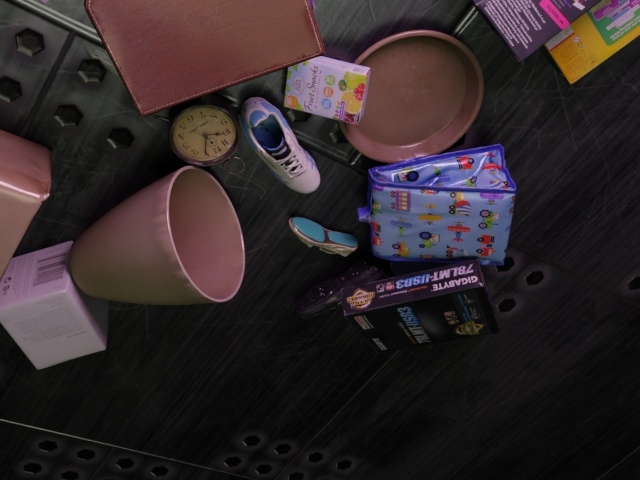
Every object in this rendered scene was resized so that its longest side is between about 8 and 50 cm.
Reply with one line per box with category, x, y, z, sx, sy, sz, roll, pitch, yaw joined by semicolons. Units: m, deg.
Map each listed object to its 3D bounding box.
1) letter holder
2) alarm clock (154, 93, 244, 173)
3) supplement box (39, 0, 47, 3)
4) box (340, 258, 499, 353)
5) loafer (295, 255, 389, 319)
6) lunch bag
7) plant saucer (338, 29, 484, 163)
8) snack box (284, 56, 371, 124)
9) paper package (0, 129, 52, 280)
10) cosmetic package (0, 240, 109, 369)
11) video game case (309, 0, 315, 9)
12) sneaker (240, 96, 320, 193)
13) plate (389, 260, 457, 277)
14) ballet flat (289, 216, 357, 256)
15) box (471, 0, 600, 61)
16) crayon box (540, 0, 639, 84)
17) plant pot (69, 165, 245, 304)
letter holder;-0.174;-0.355;1.163;0.302;0.152;0.214;-18;130;4
alarm clock;-0.201;-0.190;1.406;0.129;0.064;0.192;-29;127;12
supplement box;-0.346;-0.467;1.100;0.239;0.130;0.073;-41;126;22
box;0.224;0.154;1.686;0.294;0.073;0.295;-13;152;12
loafer;0.049;0.118;1.709;0.223;0.076;0.078;-30;121;9
lunch bag;0.221;-0.055;1.542;0.294;0.138;0.220;-5;138;1
plant saucer;0.164;-0.266;1.437;0.278;0.041;0.277;-6;130;-7
snack box;0.011;-0.270;1.366;0.141;0.037;0.100;16;127;9
paper package;-0.679;-0.065;1.341;0.325;0.168;0.309;21;122;-28
cosmetic package;-0.530;0.130;1.544;0.152;0.151;0.183;-16;130;2
video game case;-0.143;-0.437;1.226;0.232;0.041;0.210;-16;131;2
sneaker;-0.073;-0.163;1.443;0.085;0.086;0.237;-30;130;11
plate;0.242;0.025;1.708;0.188;0.024;0.188;-6;129;-8
ballet flat;0.000;0.000;1.616;0.168;0.057;0.052;19;133;-25
box;0.371;-0.450;1.244;0.270;0.165;0.143;-37;127;17
crayon box;0.503;-0.426;1.349;0.278;0.081;0.165;-37;128;18
plant pot;-0.325;0.020;1.459;0.274;0.256;0.256;-15;133;21
